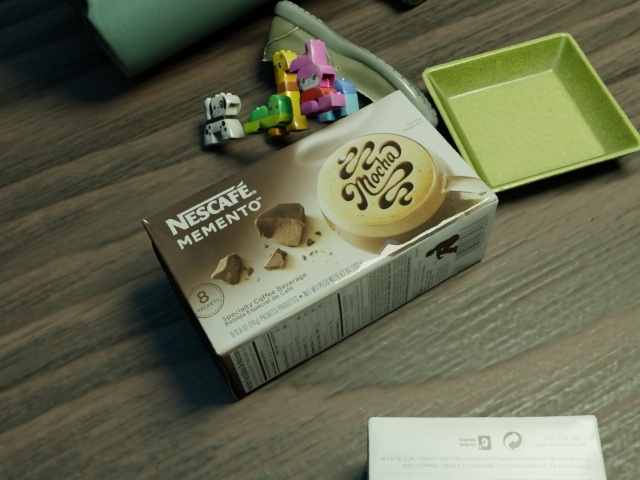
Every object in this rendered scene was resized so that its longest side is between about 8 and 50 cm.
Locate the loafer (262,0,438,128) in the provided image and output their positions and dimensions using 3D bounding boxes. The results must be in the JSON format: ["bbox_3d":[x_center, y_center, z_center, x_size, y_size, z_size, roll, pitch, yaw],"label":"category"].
[{"bbox_3d":[0.030,-0.188,0.875,0.251,0.094,0.087,39,104,23],"label":"loafer"}]

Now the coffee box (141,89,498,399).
[{"bbox_3d":[0.000,0.000,0.732,0.297,0.119,0.168,-28,61,-12],"label":"coffee box"}]

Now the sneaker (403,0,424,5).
[{"bbox_3d":[0.156,-0.459,1.001,0.295,0.124,0.178,-41,74,-17],"label":"sneaker"}]

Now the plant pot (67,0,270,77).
[{"bbox_3d":[-0.172,-0.391,0.881,0.334,0.341,0.341,-36,62,-7],"label":"plant pot"}]

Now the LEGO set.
[{"bbox_3d":[-0.038,-0.169,0.811,0.087,0.227,0.093,-7,91,-42],"label":"LEGO set"}]

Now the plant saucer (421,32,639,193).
[{"bbox_3d":[0.232,-0.137,0.838,0.188,0.045,0.188,-16,59,-5],"label":"plant saucer"}]

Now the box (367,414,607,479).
[{"bbox_3d":[0.128,0.240,0.576,0.181,0.119,0.182,-1,58,4],"label":"box"}]
